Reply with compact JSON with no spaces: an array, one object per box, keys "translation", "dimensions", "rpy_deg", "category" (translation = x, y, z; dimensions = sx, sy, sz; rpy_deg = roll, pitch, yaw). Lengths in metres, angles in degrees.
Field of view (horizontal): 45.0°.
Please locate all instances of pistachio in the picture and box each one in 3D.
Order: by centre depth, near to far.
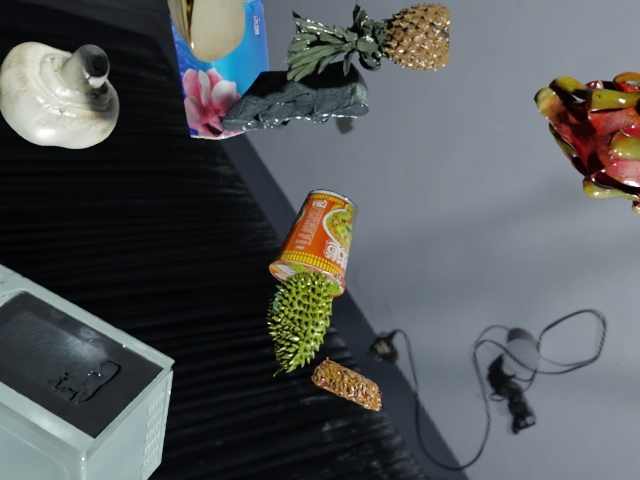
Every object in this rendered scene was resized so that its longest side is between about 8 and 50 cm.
[{"translation":[-0.191,-0.393,1.260],"dimensions":[0.206,0.129,0.131],"rpy_deg":[83,-163,-49],"category":"pistachio"}]

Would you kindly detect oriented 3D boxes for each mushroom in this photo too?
[{"translation":[-0.530,-0.318,1.606],"dimensions":[0.234,0.254,0.260],"rpy_deg":[-41,21,28],"category":"mushroom"}]

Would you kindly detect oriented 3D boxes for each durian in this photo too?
[{"translation":[-0.050,0.143,1.488],"dimensions":[0.137,0.095,0.221],"rpy_deg":[-26,49,48],"category":"durian"}]

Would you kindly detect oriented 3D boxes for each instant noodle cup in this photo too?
[{"translation":[0.000,0.000,1.825],"dimensions":[0.193,0.193,0.212],"rpy_deg":[-8,55,50],"category":"instant noodle cup"}]

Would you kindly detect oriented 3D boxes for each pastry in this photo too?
[{"translation":[0.059,0.301,1.634],"dimensions":[0.169,0.087,0.063],"rpy_deg":[20,94,24],"category":"pastry"}]

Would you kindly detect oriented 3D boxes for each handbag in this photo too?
[{"translation":[-0.035,-0.249,1.389],"dimensions":[0.270,0.175,0.089],"rpy_deg":[-5,119,15],"category":"handbag"}]

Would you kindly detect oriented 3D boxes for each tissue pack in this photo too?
[{"translation":[-0.195,-0.367,1.626],"dimensions":[0.137,0.209,0.270],"rpy_deg":[6,112,30],"category":"tissue pack"}]

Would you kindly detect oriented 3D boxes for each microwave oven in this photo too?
[{"translation":[-0.346,0.187,0.934],"dimensions":[0.295,0.181,0.238],"rpy_deg":[25,130,14],"category":"microwave oven"}]

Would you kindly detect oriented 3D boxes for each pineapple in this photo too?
[{"translation":[0.076,-0.332,1.294],"dimensions":[0.130,0.277,0.119],"rpy_deg":[79,-169,-77],"category":"pineapple"}]

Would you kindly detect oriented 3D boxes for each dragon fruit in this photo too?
[{"translation":[0.549,-0.189,1.368],"dimensions":[0.243,0.227,0.307],"rpy_deg":[-27,72,9],"category":"dragon fruit"}]
